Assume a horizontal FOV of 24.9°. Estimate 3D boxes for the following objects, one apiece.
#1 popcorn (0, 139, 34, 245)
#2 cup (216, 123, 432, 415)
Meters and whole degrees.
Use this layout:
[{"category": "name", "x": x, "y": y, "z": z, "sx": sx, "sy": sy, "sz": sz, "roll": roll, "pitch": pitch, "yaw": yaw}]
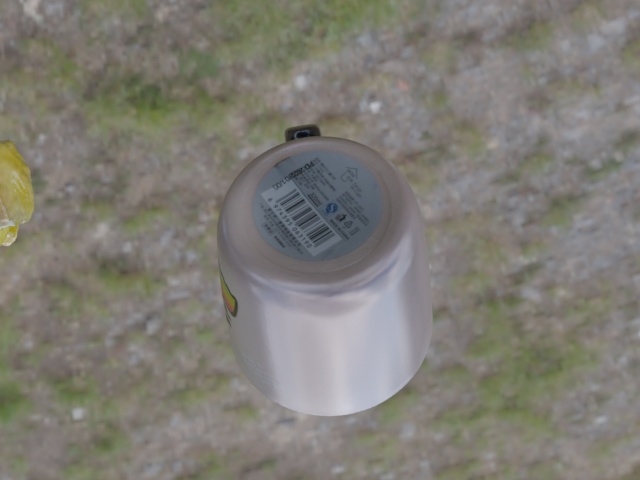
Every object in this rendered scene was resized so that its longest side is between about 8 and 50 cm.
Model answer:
[{"category": "popcorn", "x": -0.340, "y": -0.034, "z": 1.288, "sx": 0.167, "sy": 0.152, "sz": 0.148, "roll": -7, "pitch": 114, "yaw": -17}, {"category": "cup", "x": 0.000, "y": 0.000, "z": 1.297, "sx": 0.191, "sy": 0.253, "sz": 0.200, "roll": -7, "pitch": 147, "yaw": 0}]
